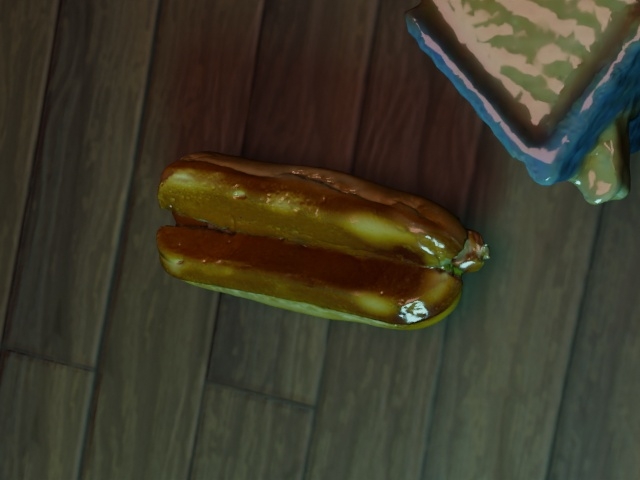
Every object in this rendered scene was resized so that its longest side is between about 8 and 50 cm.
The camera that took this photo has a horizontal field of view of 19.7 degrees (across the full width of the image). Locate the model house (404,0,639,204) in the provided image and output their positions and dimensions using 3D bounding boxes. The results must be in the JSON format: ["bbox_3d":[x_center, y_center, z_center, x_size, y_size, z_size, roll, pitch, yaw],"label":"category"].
[{"bbox_3d":[0.295,-0.213,1.417,0.382,0.334,0.342,-3,97,23],"label":"model house"}]

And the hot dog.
[{"bbox_3d":[0.000,0.000,1.669,0.337,0.100,0.135,10,101,29],"label":"hot dog"}]
